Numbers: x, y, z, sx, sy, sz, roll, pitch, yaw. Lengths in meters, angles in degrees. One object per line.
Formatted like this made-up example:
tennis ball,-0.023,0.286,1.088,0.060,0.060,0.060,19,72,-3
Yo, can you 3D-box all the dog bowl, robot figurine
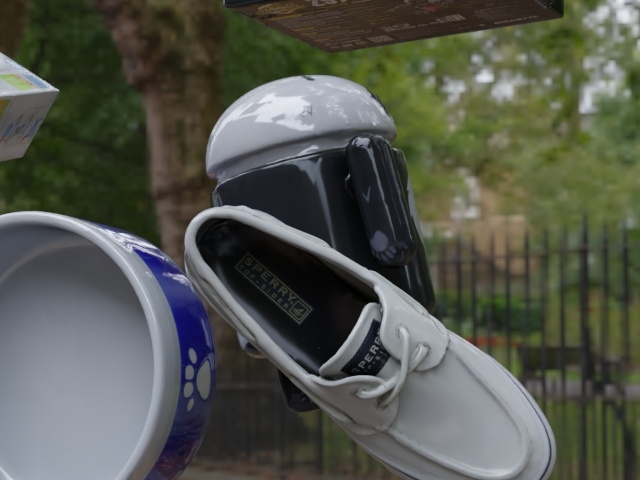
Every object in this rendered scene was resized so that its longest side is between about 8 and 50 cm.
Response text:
dog bowl,-0.224,0.111,1.319,0.265,0.264,0.104,-2,-6,23
robot figurine,0.003,-0.001,1.318,0.209,0.278,0.173,-15,-8,23

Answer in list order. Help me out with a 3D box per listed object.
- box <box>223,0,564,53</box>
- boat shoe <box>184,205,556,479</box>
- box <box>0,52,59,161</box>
box,0.088,-0.295,1.799,0.322,0.079,0.257,-6,-10,28
boat shoe,0.028,0.066,0.948,0.267,0.096,0.088,41,-2,8
box,-0.414,-0.161,1.867,0.114,0.103,0.203,33,12,4
